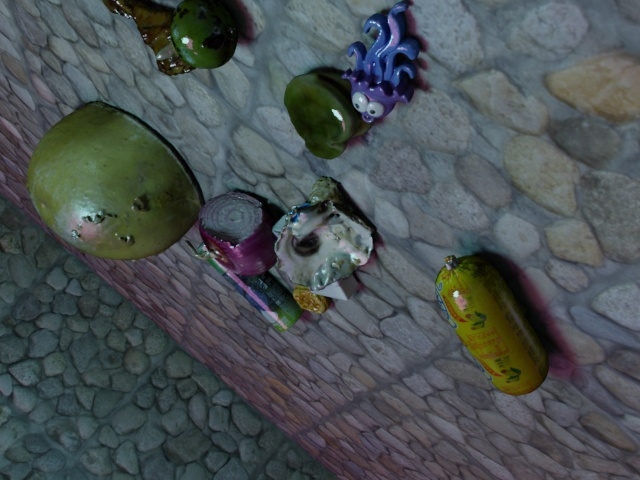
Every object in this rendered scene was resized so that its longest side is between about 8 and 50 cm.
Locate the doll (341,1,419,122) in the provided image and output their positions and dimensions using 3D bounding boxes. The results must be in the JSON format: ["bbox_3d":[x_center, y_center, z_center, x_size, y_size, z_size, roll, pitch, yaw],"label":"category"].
[{"bbox_3d":[0.086,-0.248,0.942,0.110,0.067,0.206,25,140,12],"label":"doll"}]

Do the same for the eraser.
[{"bbox_3d":[-0.010,0.039,1.495,0.124,0.068,0.210,7,138,43],"label":"eraser"}]

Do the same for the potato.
[{"bbox_3d":[-0.569,-0.117,1.731,0.442,0.319,0.385,31,151,24],"label":"potato"}]

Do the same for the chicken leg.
[{"bbox_3d":[-0.311,-0.398,1.226,0.251,0.087,0.107,42,133,13],"label":"chicken leg"}]

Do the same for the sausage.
[{"bbox_3d":[0.310,0.156,1.189,0.123,0.123,0.347,0,133,53],"label":"sausage"}]

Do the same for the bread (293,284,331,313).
[{"bbox_3d":[-0.024,0.146,1.705,0.111,0.044,0.083,9,136,45],"label":"bread"}]

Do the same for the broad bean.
[{"bbox_3d":[0.001,-0.207,1.104,0.207,0.072,0.153,-4,117,57],"label":"broad bean"}]

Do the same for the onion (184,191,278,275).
[{"bbox_3d":[-0.183,-0.004,1.553,0.207,0.200,0.200,-1,135,25],"label":"onion"}]

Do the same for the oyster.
[{"bbox_3d":[0.000,0.000,1.352,0.223,0.083,0.214,-33,119,20],"label":"oyster"}]

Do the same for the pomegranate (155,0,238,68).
[{"bbox_3d":[-0.209,-0.341,1.109,0.162,0.122,0.122,-14,124,31],"label":"pomegranate"}]

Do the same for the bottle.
[{"bbox_3d":[-0.191,0.110,1.814,0.330,0.093,0.093,46,153,-9],"label":"bottle"}]
